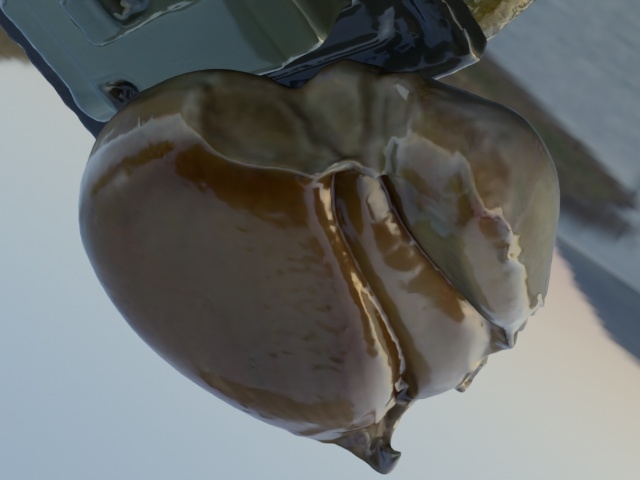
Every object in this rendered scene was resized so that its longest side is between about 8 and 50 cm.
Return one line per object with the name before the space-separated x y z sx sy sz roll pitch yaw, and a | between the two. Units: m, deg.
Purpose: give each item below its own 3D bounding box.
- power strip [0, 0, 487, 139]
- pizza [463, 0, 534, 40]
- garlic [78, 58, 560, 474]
power strip | -0.085 -0.140 0.925 0.257 0.251 0.092 52 -146 -28
pizza | 0.120 -0.209 1.616 0.058 0.292 0.197 46 -148 -13
garlic | 0.000 0.000 0.846 0.217 0.110 0.228 8 139 10
